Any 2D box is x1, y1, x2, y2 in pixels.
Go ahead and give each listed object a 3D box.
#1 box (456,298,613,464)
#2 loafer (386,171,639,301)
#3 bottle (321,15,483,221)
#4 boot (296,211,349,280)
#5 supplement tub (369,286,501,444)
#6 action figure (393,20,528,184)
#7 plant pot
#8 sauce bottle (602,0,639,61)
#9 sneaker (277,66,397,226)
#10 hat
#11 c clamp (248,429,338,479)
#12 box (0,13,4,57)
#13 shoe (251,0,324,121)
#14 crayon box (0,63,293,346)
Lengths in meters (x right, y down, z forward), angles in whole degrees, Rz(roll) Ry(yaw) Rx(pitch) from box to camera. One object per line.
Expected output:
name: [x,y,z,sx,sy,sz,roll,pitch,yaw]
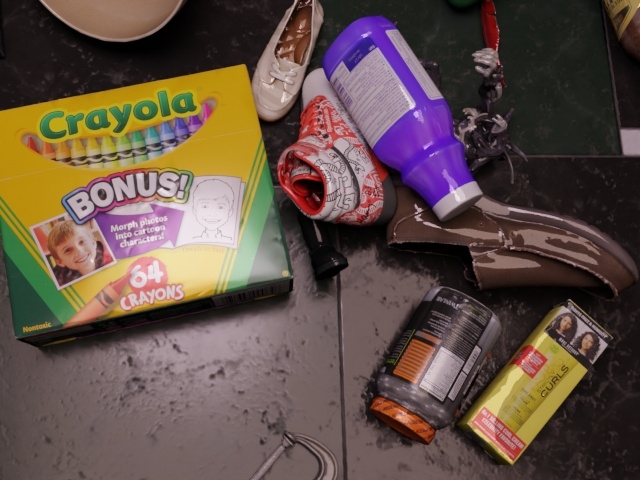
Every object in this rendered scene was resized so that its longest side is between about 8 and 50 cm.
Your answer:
box: [0.296,0.194,1.125,0.087,0.058,0.232,43,76,6]
loafer: [0.254,0.019,1.144,0.365,0.134,0.130,20,78,11]
bottle: [0.113,-0.159,1.083,0.092,0.118,0.283,-18,71,-44]
boot: [0.001,0.000,1.124,0.045,0.121,0.099,-13,82,-10]
supplement tub: [0.151,0.168,1.090,0.117,0.117,0.190,32,75,4]
action figure: [0.188,-0.194,1.183,0.275,0.141,0.164,34,71,8]
plant pot: [-0.276,-0.454,1.171,0.284,0.284,0.191,26,37,3]
sauce bottle: [0.506,-0.369,1.273,0.111,0.111,0.345,-13,75,-9]
sneaker: [-0.001,-0.141,1.131,0.145,0.090,0.270,0,59,-41]
hat: [0.220,-0.383,1.298,0.172,0.184,0.209,8,32,-10]
c clamp: [-0.061,0.316,1.078,0.160,0.022,0.137,-42,82,-14]
box: [-0.605,-0.340,1.137,0.270,0.165,0.144,-8,75,-8]
shoe: [-0.051,-0.282,1.226,0.076,0.058,0.219,19,74,0]
crayon box: [-0.245,-0.049,1.115,0.362,0.106,0.313,-12,77,-6]
